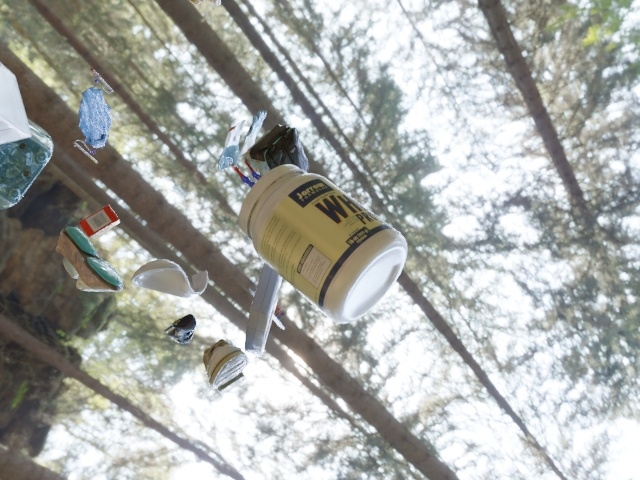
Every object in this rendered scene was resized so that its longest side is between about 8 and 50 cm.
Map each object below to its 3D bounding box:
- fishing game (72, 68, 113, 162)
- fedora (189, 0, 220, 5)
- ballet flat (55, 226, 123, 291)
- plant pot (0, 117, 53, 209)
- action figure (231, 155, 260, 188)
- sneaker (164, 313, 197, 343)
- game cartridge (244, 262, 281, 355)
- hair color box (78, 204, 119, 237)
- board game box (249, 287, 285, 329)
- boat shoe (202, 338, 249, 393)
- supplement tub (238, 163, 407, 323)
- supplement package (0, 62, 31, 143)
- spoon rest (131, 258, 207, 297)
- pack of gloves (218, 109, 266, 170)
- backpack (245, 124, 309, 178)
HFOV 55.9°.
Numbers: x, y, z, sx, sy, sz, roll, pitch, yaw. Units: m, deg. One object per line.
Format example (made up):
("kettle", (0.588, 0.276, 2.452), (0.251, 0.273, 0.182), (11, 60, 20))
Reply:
("fishing game", (-0.697, -0.377, 1.850), (0.041, 0.189, 0.263), (3, -104, 10))
("fedora", (-0.380, -0.769, 1.792), (0.079, 0.194, 0.194), (-30, -144, 18))
("ballet flat", (-0.676, 0.082, 1.751), (0.316, 0.108, 0.106), (41, -79, 35))
("plant pot", (-0.758, -0.208, 1.356), (0.252, 0.247, 0.247), (26, -101, 32))
("action figure", (-0.206, -0.197, 2.107), (0.092, 0.139, 0.280), (-31, -108, -20))
("sneaker", (-0.335, 0.222, 1.499), (0.053, 0.059, 0.144), (-43, -169, -33))
("game cartridge", (-0.149, 0.186, 1.569), (0.060, 0.294, 0.196), (18, -121, 1))
("hair color box", (-0.608, -0.050, 1.669), (0.093, 0.053, 0.167), (-35, -170, -14))
("board game box", (-0.156, 0.204, 1.885), (0.033, 0.168, 0.133), (-40, 171, -14))
("boat shoe", (-0.254, 0.311, 1.539), (0.113, 0.302, 0.103), (-29, -107, -21))
("supplement tub", (0.000, 0.000, 1.319), (0.325, 0.235, 0.235), (39, -99, 26))
("supplement package", (-0.490, -0.197, 0.830), (0.105, 0.105, 0.179), (-15, 179, -9))
("spoon rest", (-0.410, 0.112, 1.696), (0.137, 0.276, 0.084), (-23, -108, 20))
("pack of gloves", (-0.255, -0.328, 2.038), (0.195, 0.046, 0.232), (-42, 171, -36))
("backpack", (-0.129, -0.249, 1.891), (0.145, 0.188, 0.166), (10, -128, 45))
